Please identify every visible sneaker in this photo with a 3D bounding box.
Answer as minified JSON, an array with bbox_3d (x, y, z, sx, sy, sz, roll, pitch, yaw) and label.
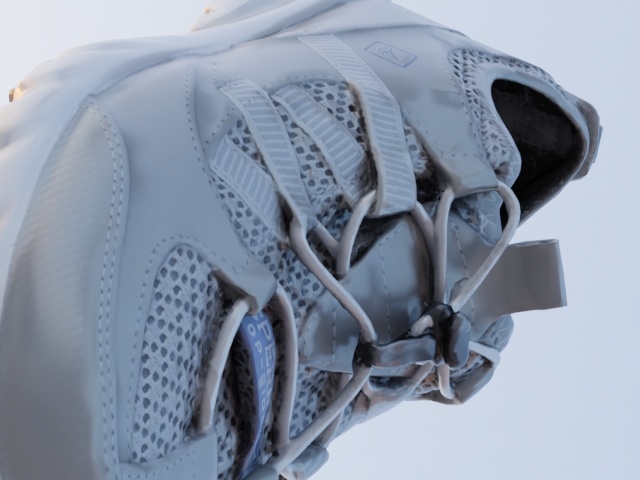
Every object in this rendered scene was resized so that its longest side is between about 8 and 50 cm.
[{"bbox_3d":[0.000,0.000,0.424,0.115,0.281,0.105,12,-59,14],"label":"sneaker"}]
